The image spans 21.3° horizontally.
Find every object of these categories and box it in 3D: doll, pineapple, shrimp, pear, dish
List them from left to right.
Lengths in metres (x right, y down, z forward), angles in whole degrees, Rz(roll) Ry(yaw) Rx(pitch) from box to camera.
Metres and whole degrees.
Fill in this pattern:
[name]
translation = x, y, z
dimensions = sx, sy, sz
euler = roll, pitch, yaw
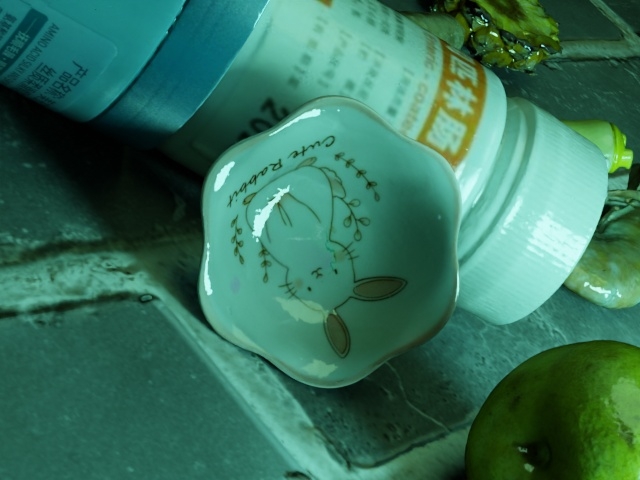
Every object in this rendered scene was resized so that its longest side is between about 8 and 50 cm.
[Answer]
[dish]
translation = 0.000, 0.000, 1.353
dimensions = 0.229, 0.229, 0.081
euler = 31, -6, -15
[pineapple]
translation = 0.216, -0.288, 2.177
dimensions = 0.225, 0.076, 0.225
euler = 28, 30, -18
[doll]
translation = 0.266, -0.107, 1.911
dimensions = 0.163, 0.062, 0.106
euler = 3, 29, -4
[pear]
translation = 0.213, 0.170, 1.320
dimensions = 0.200, 0.200, 0.200
euler = 30, 27, -17
[shrimp]
translation = 0.302, -0.020, 1.863
dimensions = 0.168, 0.077, 0.317
euler = 36, 29, 1

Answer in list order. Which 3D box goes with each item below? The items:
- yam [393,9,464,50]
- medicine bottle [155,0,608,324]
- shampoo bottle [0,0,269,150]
[yam]
translation = 0.036, -0.215, 1.832
dimensions = 0.081, 0.081, 0.357
euler = 50, 30, 22
[medicine bottle]
translation = 0.050, -0.090, 1.491
dimensions = 0.371, 0.211, 0.211
euler = 29, 28, -18
[shampoo bottle]
translation = -0.219, -0.289, 1.337
dimensions = 0.343, 0.331, 0.331
euler = 26, 28, -20
